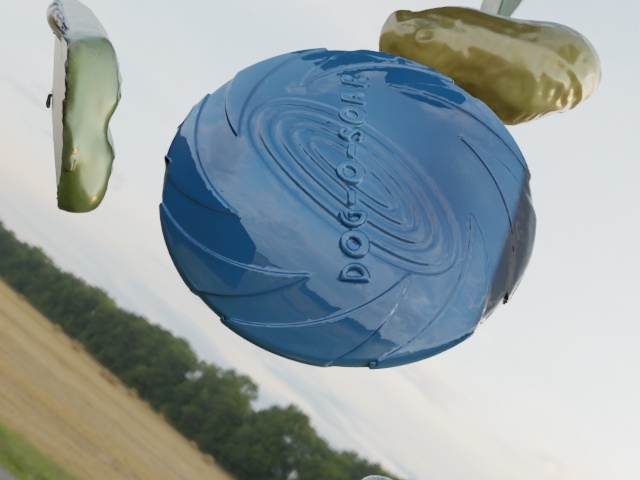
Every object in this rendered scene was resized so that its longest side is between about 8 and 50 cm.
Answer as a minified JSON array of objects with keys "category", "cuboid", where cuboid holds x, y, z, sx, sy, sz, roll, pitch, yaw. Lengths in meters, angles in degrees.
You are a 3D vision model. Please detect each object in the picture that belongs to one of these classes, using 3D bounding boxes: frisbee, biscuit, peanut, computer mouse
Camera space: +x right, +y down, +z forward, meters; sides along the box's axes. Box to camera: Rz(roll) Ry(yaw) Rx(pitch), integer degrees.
[{"category":"frisbee","cuboid":[0.019,-0.036,0.586,0.242,0.242,0.045,36,-25,15]},{"category":"biscuit","cuboid":[-0.149,-0.097,0.572,0.038,0.099,0.322,1,16,-18]},{"category":"peanut","cuboid":[0.230,-0.233,1.258,0.319,0.147,0.147,6,-6,-15]},{"category":"computer mouse","cuboid":[0.394,-0.517,1.947,0.079,0.231,0.128,19,12,-12]}]

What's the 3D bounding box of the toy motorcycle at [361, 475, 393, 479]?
[{"category":"toy motorcycle","cuboid":[0.030,0.381,1.006,0.198,0.109,0.296,5,-75,43]}]
